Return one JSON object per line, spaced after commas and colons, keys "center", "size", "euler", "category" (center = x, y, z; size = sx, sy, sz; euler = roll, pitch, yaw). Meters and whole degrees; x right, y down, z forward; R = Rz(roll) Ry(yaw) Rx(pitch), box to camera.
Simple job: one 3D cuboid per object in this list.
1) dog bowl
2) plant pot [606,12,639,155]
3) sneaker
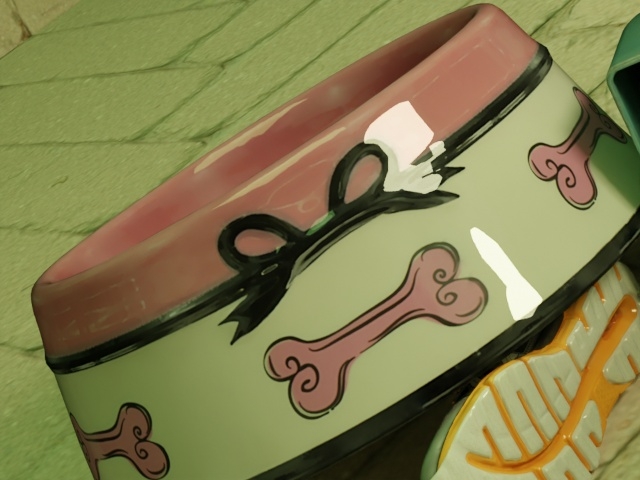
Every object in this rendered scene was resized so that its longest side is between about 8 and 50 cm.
{"center": [0.000, 0.000, 1.019], "size": [0.408, 0.150, 0.408], "euler": [-32, 9, 6], "category": "dog bowl"}
{"center": [0.277, -0.092, 0.973], "size": [0.165, 0.166, 0.234], "euler": [-23, 16, 17], "category": "plant pot"}
{"center": [0.110, 0.090, 0.899], "size": [0.083, 0.084, 0.215], "euler": [-15, 17, 41], "category": "sneaker"}
